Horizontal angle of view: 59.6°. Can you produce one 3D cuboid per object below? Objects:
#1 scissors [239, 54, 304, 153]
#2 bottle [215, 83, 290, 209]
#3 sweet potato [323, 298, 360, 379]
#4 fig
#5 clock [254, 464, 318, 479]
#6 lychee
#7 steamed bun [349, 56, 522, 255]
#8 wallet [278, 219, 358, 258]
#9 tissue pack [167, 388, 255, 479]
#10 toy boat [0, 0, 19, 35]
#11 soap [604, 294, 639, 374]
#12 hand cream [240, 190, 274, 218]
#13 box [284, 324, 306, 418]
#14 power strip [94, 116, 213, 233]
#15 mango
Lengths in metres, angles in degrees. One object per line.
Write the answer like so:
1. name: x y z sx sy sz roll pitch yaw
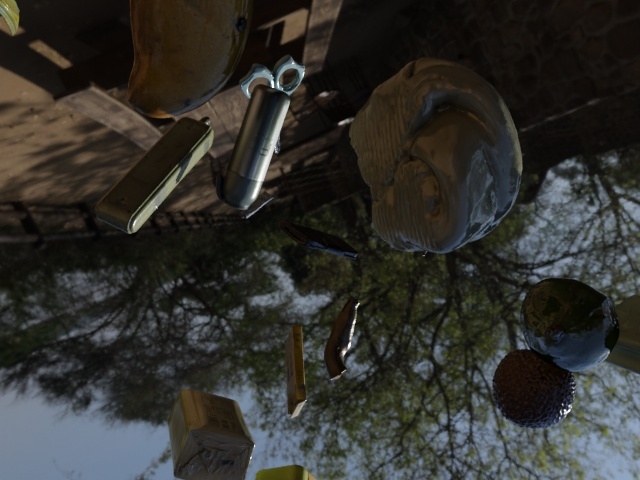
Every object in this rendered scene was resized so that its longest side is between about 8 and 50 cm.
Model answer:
1. scissors: -0.135 -0.382 1.650 0.191 0.029 0.360 -20 147 -15
2. bottle: -0.142 -0.191 1.141 0.096 0.254 0.079 15 -167 -22
3. sweet potato: 0.079 0.337 1.910 0.112 0.085 0.286 4 -112 50
4. fig: 0.480 0.171 1.115 0.195 0.195 0.245 -21 173 42
5. clock: -0.066 0.640 1.372 0.143 0.202 0.096 -16 -141 22
6. lychee: 0.499 0.347 1.302 0.194 0.194 0.194 -24 -176 2
7. steamed bun: 0.226 -0.149 1.036 0.255 0.342 0.367 -10 -177 -20
8. wallet: 0.000 0.000 0.958 0.156 0.082 0.018 16 105 -49
9. tissue pack: -0.259 0.454 1.295 0.159 0.125 0.234 19 -178 -21
10. toy boat: -0.751 -0.546 1.300 0.066 0.065 0.172 -18 166 -4
11. soap: 0.740 0.214 1.178 0.173 0.095 0.289 -30 -166 -13
12. hand cream: -0.152 -0.083 1.319 0.093 0.030 0.019 -44 158 -20
13. box: -0.045 0.233 0.996 0.020 0.149 0.073 6 143 -14
14. power strip: -0.343 -0.162 1.229 0.066 0.092 0.387 108 8 -50
15. mango: -0.196 -0.325 0.828 0.177 0.295 0.120 13 -155 -20
